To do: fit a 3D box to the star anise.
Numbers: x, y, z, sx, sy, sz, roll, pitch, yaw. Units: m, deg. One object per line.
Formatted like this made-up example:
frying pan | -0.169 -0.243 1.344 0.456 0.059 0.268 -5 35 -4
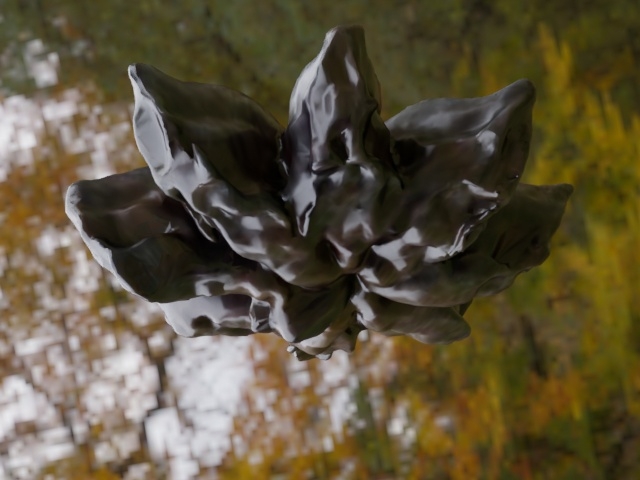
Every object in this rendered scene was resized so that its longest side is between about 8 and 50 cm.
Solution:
star anise | -0.001 0.000 0.928 0.223 0.236 0.109 52 -146 -61
